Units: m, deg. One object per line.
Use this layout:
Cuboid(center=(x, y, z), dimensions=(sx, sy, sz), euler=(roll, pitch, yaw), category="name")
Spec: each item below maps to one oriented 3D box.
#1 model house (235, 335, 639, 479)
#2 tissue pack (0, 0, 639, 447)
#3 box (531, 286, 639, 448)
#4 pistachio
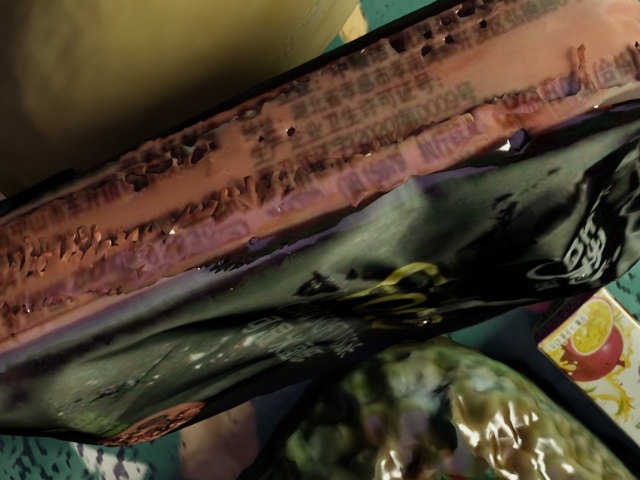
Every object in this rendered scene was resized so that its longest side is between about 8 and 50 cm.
Cuboid(center=(0.075, 0.268, 0.637), dimensions=(0.297, 0.339, 0.360), euler=(-42, 95, 12), category="model house")
Cuboid(center=(0.000, 0.000, 0.625), dimensions=(0.332, 0.245, 0.123), euler=(-23, 78, 5), category="tissue pack")
Cuboid(center=(0.202, 0.107, 0.745), dimensions=(0.050, 0.041, 0.207), euler=(-44, 95, 10), category="box")
Cuboid(center=(-0.073, -0.138, 0.653), dimensions=(0.181, 0.162, 0.293), euler=(25, 109, -31), category="pistachio")
